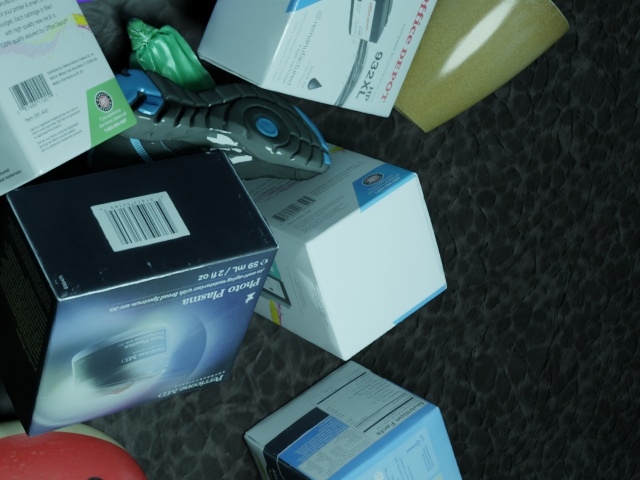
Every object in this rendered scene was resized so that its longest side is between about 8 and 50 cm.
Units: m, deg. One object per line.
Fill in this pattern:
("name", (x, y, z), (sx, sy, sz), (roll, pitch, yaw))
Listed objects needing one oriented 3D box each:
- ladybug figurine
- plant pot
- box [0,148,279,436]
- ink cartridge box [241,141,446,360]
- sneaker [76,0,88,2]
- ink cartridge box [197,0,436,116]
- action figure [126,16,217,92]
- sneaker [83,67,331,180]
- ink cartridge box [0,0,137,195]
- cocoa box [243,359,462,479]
("ladybug figurine", (-0.376, 0.391, 1.819), (0.449, 0.162, 0.305), (-6, 105, -47))
("plant pot", (0.195, -0.290, 2.046), (0.254, 0.237, 0.237), (-50, 129, 3))
("box", (-0.244, 0.068, 1.750), (0.296, 0.182, 0.294), (-14, 147, -29))
("ink cartridge box", (0.000, 0.000, 1.943), (0.198, 0.270, 0.197), (-33, 123, -25))
("sneaker", (-0.221, -0.356, 1.769), (0.293, 0.102, 0.146), (-24, 163, -7))
("ink cartridge box", (0.009, -0.305, 1.875), (0.307, 0.129, 0.223), (5, 110, -56))
("action figure", (-0.195, -0.207, 1.862), (0.137, 0.063, 0.232), (-42, 129, -17))
("sneaker", (-0.149, -0.131, 1.835), (0.341, 0.125, 0.139), (12, 134, -29))
("ink cartridge box", (-0.364, -0.212, 1.598), (0.201, 0.117, 0.278), (-40, 106, -55))
("cocoa box", (0.077, 0.409, 2.160), (0.231, 0.228, 0.347), (-34, 122, -24))
